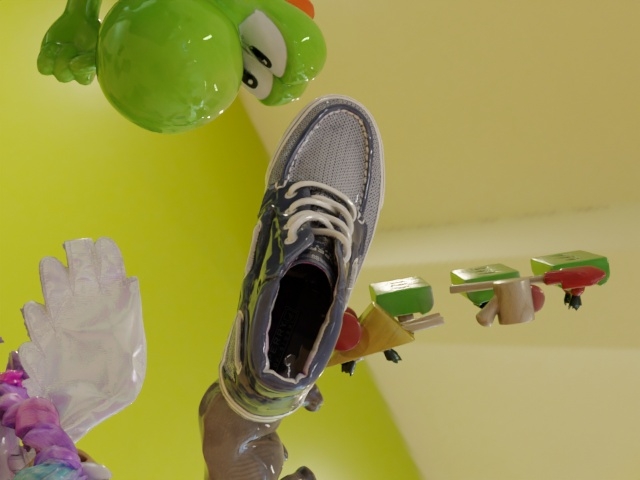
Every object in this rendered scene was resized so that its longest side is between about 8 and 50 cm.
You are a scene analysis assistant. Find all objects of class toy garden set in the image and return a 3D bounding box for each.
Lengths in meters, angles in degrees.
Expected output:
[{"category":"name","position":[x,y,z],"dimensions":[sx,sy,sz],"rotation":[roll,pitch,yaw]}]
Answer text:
[{"category":"toy garden set","position":[0.100,0.055,1.146],"dimensions":[0.204,0.244,0.049],"rotation":[-115,-164,-87]}]

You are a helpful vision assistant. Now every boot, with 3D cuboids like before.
[{"category":"boot","position":[0.000,0.000,0.790],"dimensions":[0.069,0.190,0.086],"rotation":[17,-19,-9]}]

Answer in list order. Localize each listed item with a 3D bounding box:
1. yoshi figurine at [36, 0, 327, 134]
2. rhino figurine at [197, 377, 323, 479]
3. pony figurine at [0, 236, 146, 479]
[{"category":"yoshi figurine","position":[-0.163,-0.216,1.126],"dimensions":[0.362,0.203,0.203],"rotation":[42,1,1]},{"category":"rhino figurine","position":[-0.060,0.211,1.311],"dimensions":[0.073,0.106,0.243],"rotation":[26,-55,39]},{"category":"pony figurine","position":[-0.298,0.183,1.365],"dimensions":[0.363,0.303,0.351],"rotation":[-45,-123,45]}]
